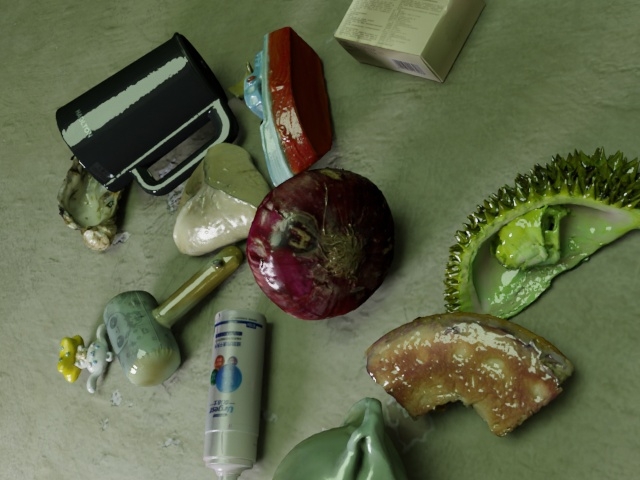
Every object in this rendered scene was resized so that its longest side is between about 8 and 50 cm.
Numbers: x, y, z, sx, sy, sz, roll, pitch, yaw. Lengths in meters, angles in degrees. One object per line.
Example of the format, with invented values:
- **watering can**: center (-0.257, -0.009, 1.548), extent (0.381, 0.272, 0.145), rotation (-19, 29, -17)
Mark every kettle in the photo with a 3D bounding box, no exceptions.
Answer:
- **kettle**: center (-0.353, -0.251, 1.662), extent (0.308, 0.203, 0.262), rotation (-33, 44, 7)

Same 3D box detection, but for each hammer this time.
- **hammer**: center (-0.262, 0.119, 1.520), extent (0.305, 0.113, 0.202), rotation (-40, 53, 5)

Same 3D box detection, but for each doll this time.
- **doll**: center (-0.468, 0.245, 1.639), extent (0.113, 0.071, 0.135), rotation (-25, 60, 4)

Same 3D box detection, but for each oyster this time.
- **oyster**: center (-0.487, -0.113, 1.813), extent (0.166, 0.094, 0.294), rotation (8, 63, 20)

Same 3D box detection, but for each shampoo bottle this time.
- **shampoo bottle**: center (-0.144, 0.270, 1.353), extent (0.092, 0.092, 0.303), rotation (-13, 61, 32)

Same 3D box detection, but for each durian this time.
- **durian**: center (0.311, -0.014, 1.155), extent (0.355, 0.157, 0.169), rotation (-33, 88, 23)

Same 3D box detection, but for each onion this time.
- **onion**: center (0.000, 0.000, 1.280), extent (0.246, 0.246, 0.190), rotation (-57, 38, 1)

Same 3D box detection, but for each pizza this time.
- **pizza**: center (0.199, 0.178, 1.132), extent (0.305, 0.085, 0.161), rotation (0, 92, 30)

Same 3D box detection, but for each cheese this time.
- **cheese**: center (-0.152, -0.334, 1.679), extent (0.060, 0.041, 0.084), rotation (41, 111, 49)

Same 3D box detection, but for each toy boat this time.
- **toy boat**: center (-0.070, -0.235, 1.498), extent (0.133, 0.145, 0.332), rotation (-26, 49, 25)

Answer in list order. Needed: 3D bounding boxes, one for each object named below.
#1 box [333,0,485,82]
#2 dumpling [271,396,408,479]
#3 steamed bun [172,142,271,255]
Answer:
- **box**: center (0.155, -0.391, 1.437), extent (0.212, 0.095, 0.168), rotation (26, 87, 41)
- **dumpling**: center (0.009, 0.377, 1.109), extent (0.320, 0.212, 0.270), rotation (-42, 46, 0)
- **steamed bun**: center (-0.201, -0.093, 1.557), extent (0.231, 0.110, 0.212), rotation (-22, 55, 26)
